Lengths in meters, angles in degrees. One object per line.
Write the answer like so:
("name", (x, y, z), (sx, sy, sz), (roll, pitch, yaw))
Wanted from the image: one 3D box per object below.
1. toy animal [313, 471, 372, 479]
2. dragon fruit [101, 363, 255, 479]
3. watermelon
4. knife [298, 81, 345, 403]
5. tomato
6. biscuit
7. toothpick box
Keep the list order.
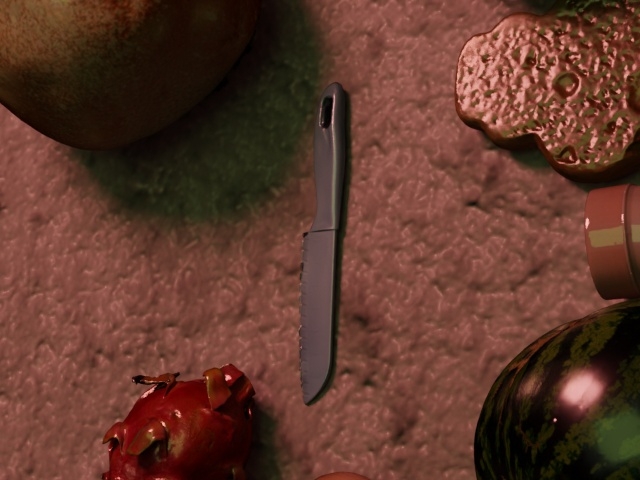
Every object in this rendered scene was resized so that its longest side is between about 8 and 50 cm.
("toy animal", (-0.015, 0.291, 1.516), (0.248, 0.165, 0.149), (-23, 64, 11))
("dragon fruit", (-0.122, 0.189, 1.608), (0.166, 0.136, 0.133), (-43, 53, -12))
("watermelon", (0.252, 0.170, 1.365), (0.269, 0.269, 0.269), (-6, 75, 23))
("knife", (0.000, 0.000, 1.658), (0.044, 0.019, 0.313), (-5, 76, 32))
("tomato", (-0.199, -0.230, 1.680), (0.303, 0.303, 0.239), (-40, 80, 11))
("biscuit", (0.275, -0.157, 1.553), (0.319, 0.047, 0.183), (-26, 70, 17))
("toothpick box", (0.308, -0.005, 1.470), (0.149, 0.098, 0.098), (-7, 74, 23))
